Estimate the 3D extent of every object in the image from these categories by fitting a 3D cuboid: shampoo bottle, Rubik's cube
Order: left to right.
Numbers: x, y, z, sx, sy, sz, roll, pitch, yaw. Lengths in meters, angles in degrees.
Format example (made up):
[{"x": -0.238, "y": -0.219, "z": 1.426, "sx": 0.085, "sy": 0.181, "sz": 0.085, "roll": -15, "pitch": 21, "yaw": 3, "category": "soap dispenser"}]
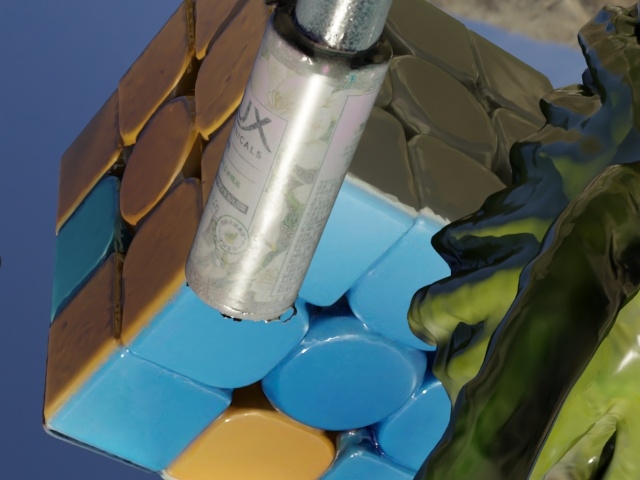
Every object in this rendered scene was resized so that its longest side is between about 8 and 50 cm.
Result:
[{"x": -0.013, "y": -0.058, "z": 0.799, "sx": 0.072, "sy": 0.214, "sz": 0.072, "roll": 15, "pitch": -147, "yaw": -10, "category": "shampoo bottle"}, {"x": 0.000, "y": 0.000, "z": 1.108, "sx": 0.290, "sy": 0.291, "sz": 0.291, "roll": 26, "pitch": -145, "yaw": -27, "category": "Rubik's cube"}]

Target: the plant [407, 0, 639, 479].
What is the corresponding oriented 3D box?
[{"x": 0.127, "y": 0.014, "z": 0.453, "sx": 0.180, "sy": 0.251, "sz": 0.333, "roll": 24, "pitch": -178, "yaw": 3, "category": "plant"}]
